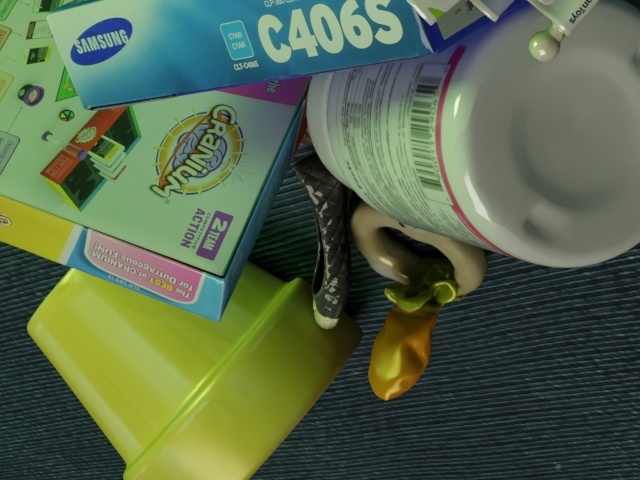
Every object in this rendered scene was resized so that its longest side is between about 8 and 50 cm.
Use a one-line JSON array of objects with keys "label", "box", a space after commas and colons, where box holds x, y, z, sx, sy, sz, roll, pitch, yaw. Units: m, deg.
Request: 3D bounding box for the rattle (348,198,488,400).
[{"label": "rattle", "box": [0.056, 0.017, 1.297, 0.130, 0.143, 0.199, 38, 162, 21]}]

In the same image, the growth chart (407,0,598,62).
[{"label": "growth chart", "box": [0.063, -0.193, 0.772, 0.237, 0.021, 0.172, 31, 103, -13]}]

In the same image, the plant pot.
[{"label": "plant pot", "box": [-0.130, 0.100, 1.455, 0.239, 0.254, 0.254, 41, 147, -2]}]

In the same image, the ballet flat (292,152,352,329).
[{"label": "ballet flat", "box": [0.000, 0.000, 1.342, 0.049, 0.057, 0.173, -7, 121, -10]}]

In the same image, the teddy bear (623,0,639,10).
[{"label": "teddy bear", "box": [0.297, -0.070, 1.064, 0.245, 0.113, 0.338, -21, 121, 39]}]

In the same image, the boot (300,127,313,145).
[{"label": "boot", "box": [-0.031, -0.087, 1.287, 0.087, 0.042, 0.118, 1, 150, 18]}]

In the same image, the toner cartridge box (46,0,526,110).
[{"label": "toner cartridge box", "box": [-0.009, -0.158, 0.980, 0.348, 0.165, 0.075, -2, 114, 50]}]

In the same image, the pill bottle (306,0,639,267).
[{"label": "pill bottle", "box": [0.100, -0.079, 1.015, 0.160, 0.160, 0.283, 37, 175, -21]}]

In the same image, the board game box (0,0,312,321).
[{"label": "board game box", "box": [-0.175, -0.103, 1.161, 0.317, 0.242, 0.064, 21, 150, 5]}]
